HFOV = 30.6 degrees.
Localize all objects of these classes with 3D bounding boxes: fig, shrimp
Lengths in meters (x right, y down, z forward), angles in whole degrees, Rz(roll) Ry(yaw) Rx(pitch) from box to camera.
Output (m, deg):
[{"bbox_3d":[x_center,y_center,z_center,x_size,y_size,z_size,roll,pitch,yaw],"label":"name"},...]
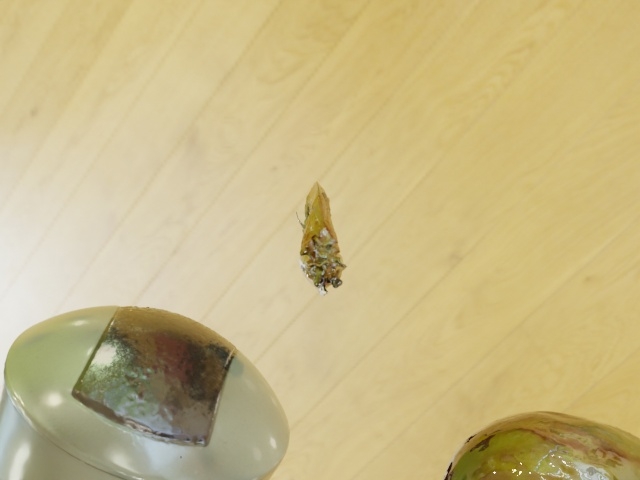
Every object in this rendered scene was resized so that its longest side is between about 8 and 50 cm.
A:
[{"bbox_3d":[0.182,0.150,0.617,0.245,0.149,0.149,-6,91,8],"label":"fig"},{"bbox_3d":[-0.002,0.000,1.292,0.051,0.217,0.115,-9,103,0],"label":"shrimp"}]

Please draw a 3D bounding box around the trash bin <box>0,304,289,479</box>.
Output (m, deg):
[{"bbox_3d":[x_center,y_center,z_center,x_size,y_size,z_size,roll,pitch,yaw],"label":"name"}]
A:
[{"bbox_3d":[-0.213,0.275,1.164,0.280,0.280,0.432,35,113,31],"label":"trash bin"}]
